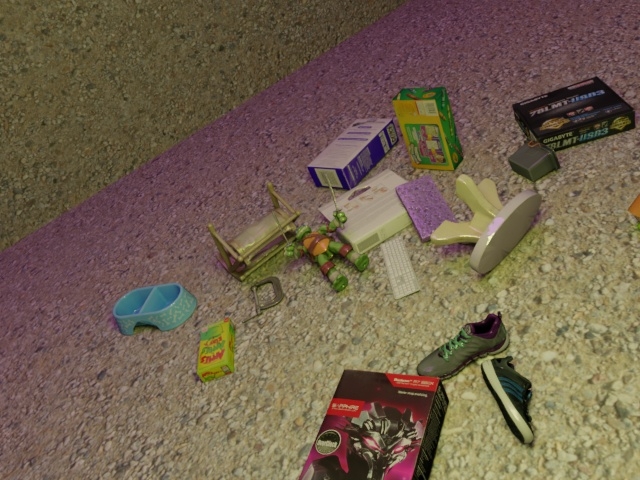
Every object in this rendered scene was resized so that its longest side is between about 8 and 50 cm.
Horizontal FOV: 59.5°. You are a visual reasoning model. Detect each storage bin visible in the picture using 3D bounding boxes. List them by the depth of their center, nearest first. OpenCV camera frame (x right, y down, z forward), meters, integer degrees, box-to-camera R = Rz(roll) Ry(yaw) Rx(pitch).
[{"bbox_3d":[0.642,-0.244,1.705,0.091,0.098,0.135,-38,34,0],"label":"storage bin"}]

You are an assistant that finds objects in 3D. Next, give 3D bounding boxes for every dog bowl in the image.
[{"bbox_3d":[-0.551,0.218,1.837,0.297,0.074,0.166,-9,37,21],"label":"dog bowl"}]

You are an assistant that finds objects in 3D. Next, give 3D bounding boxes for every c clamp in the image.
[{"bbox_3d":[-0.179,0.170,1.713,0.137,0.022,0.161,-21,34,6],"label":"c clamp"}]

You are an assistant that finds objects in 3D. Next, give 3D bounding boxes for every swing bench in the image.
[{"bbox_3d":[-0.206,-0.013,1.820,0.253,0.255,0.165,-39,72,-19],"label":"swing bench"}]

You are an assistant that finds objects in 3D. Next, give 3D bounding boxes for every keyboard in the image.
[{"bbox_3d":[0.223,0.073,1.599,0.072,0.014,0.256,-19,34,8],"label":"keyboard"}]

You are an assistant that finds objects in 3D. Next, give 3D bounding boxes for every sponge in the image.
[{"bbox_3d":[0.318,-0.098,1.679,0.117,0.031,0.210,-20,57,-2],"label":"sponge"}]

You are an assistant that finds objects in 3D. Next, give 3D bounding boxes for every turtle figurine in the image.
[{"bbox_3d":[0.000,0.000,1.634,0.197,0.275,0.266,-22,49,-36],"label":"turtle figurine"}]

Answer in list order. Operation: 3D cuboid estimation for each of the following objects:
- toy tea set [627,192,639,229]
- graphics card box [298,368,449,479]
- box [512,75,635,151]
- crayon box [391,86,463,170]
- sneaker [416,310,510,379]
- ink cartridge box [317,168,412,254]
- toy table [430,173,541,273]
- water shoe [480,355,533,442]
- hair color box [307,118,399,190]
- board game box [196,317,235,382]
[{"bbox_3d":[0.805,0.002,1.246,0.199,0.124,0.336,18,22,3],"label":"toy tea set"},{"bbox_3d":[0.099,0.433,1.115,0.232,0.094,0.371,-1,41,31],"label":"graphics card box"},{"bbox_3d":[0.818,-0.413,1.838,0.295,0.073,0.293,-16,36,12],"label":"box"},{"bbox_3d":[0.362,-0.371,1.878,0.165,0.279,0.081,11,49,41],"label":"crayon box"},{"bbox_3d":[0.309,0.229,1.254,0.223,0.098,0.083,-26,34,-2],"label":"sneaker"},{"bbox_3d":[0.175,-0.100,1.818,0.296,0.066,0.261,-31,35,-9],"label":"ink cartridge box"},{"bbox_3d":[0.429,-0.051,1.464,0.274,0.252,0.160,-35,51,-30],"label":"toy table"},{"bbox_3d":[0.391,0.306,1.122,0.080,0.073,0.203,-20,34,3],"label":"water shoe"},{"bbox_3d":[0.129,-0.333,2.131,0.185,0.110,0.339,12,50,43],"label":"hair color box"},{"bbox_3d":[-0.292,0.305,1.580,0.092,0.043,0.181,-20,34,6],"label":"board game box"}]
